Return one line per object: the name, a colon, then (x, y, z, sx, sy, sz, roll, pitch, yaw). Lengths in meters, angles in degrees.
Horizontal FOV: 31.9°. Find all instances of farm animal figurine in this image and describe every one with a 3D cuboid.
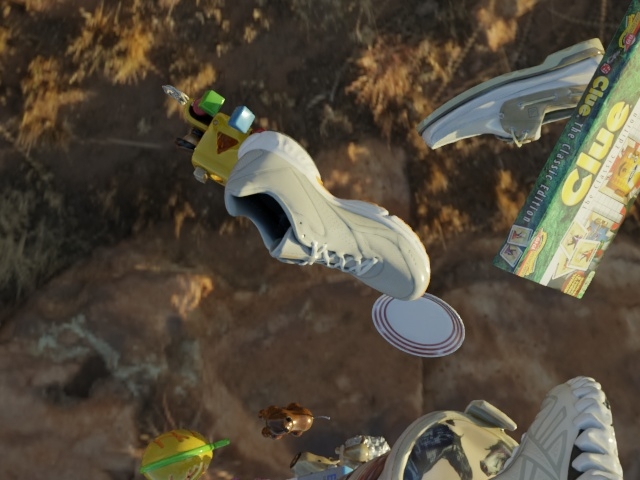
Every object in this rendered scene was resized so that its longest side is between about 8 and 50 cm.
farm animal figurine: (-0.017, 0.447, 1.908, 0.327, 0.330, 0.172, 30, 153, -28)

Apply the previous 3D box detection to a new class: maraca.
maraca: (-0.240, 0.381, 1.983, 0.127, 0.099, 0.186, -21, 171, 33)

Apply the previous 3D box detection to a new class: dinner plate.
dinner plate: (0.145, 0.119, 1.655, 0.141, 0.017, 0.141, 14, 138, 13)

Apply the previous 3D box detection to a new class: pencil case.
pencil case: (0.058, 0.292, 1.101, 0.160, 0.183, 0.410, 20, 148, -15)

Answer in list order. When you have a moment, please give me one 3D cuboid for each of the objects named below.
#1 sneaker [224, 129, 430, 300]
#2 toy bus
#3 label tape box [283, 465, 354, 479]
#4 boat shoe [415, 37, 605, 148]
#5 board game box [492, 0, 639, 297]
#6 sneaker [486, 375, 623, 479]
sneaker: (0.000, 0.000, 1.236, 0.262, 0.121, 0.099, 35, 133, -7)
toy bus: (-0.150, -0.134, 1.677, 0.191, 0.202, 0.104, 37, 77, -36)
label tape box: (-0.001, 0.416, 1.411, 0.334, 0.240, 0.106, -17, 129, 14)
boat shoe: (0.295, -0.195, 1.663, 0.302, 0.113, 0.103, -24, 85, 3)
board game box: (0.257, -0.076, 1.009, 0.136, 0.030, 0.259, 18, 102, -46)
sneaker: (0.170, 0.186, 0.836, 0.118, 0.292, 0.110, -11, 102, 13)
